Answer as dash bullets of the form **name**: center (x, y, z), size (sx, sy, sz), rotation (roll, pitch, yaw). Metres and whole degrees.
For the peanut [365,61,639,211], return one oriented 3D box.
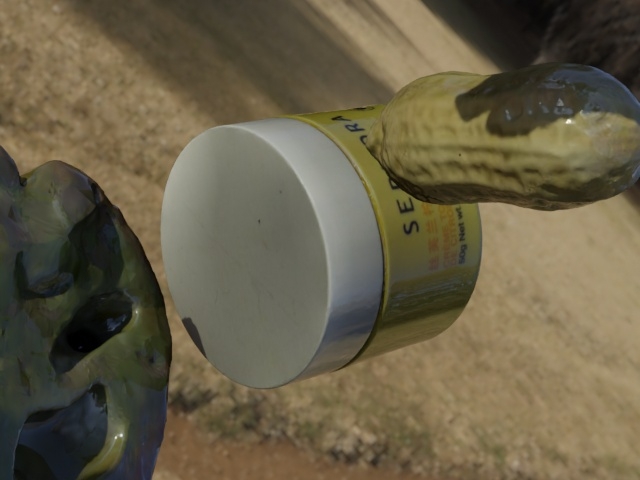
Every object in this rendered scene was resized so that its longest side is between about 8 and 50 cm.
- **peanut**: center (0.113, -0.066, 0.823), size (0.214, 0.098, 0.090), rotation (6, -61, 46)

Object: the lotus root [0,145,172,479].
- **lotus root**: center (-0.247, 0.095, 0.880), size (0.390, 0.111, 0.375), rotation (19, 65, -58)

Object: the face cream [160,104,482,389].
- **face cream**: center (0.000, 0.000, 1.108), size (0.179, 0.218, 0.218), rotation (-13, 56, -41)
